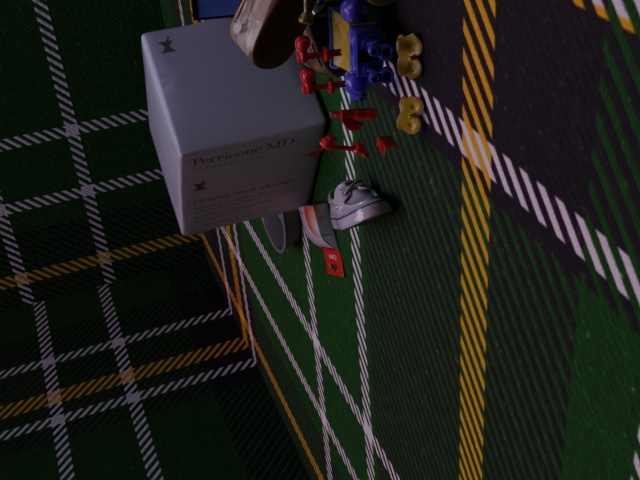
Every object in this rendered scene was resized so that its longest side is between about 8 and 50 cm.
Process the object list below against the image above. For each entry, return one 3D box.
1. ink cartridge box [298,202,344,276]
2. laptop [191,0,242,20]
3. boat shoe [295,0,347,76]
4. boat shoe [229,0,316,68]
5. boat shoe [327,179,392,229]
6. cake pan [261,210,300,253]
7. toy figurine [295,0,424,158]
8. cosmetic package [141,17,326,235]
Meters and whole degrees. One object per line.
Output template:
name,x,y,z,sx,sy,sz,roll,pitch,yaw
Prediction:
ink cartridge box,0.000,0.000,2.120,0.145,0.045,0.179,-174,72,-75
laptop,-0.111,-0.482,1.675,0.264,0.136,0.234,36,147,26
boat shoe,0.009,-0.429,1.536,0.116,0.123,0.324,50,160,47
boat shoe,-0.043,-0.440,1.403,0.110,0.122,0.341,48,115,33
boat shoe,0.066,-0.074,1.711,0.267,0.096,0.088,-169,60,-83
cake pan,-0.121,-0.111,2.440,0.293,0.054,0.293,165,90,-76
toy figurine,0.033,-0.330,1.401,0.217,0.191,0.362,-119,21,-58
cosmetic package,-0.208,-0.264,2.063,0.393,0.330,0.327,104,149,-64
